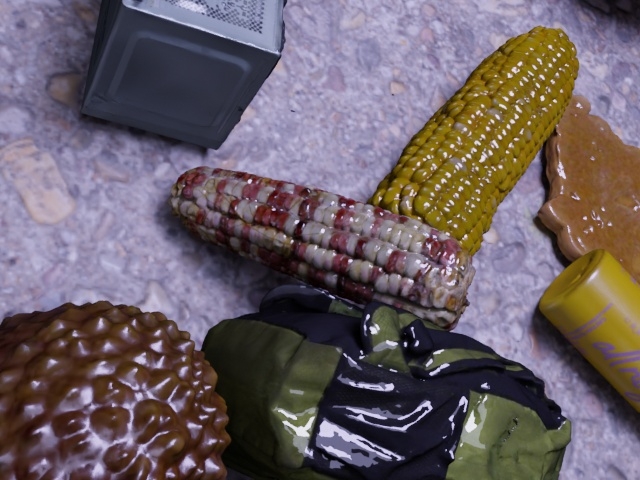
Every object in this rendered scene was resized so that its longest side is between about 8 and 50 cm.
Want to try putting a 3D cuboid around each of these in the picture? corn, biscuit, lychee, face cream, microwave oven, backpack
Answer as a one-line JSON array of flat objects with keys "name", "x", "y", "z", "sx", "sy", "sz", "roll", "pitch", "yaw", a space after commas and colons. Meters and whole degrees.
[{"name": "corn", "x": 0.000, "y": 0.000, "z": 0.752, "sx": 0.237, "sy": 0.079, "sz": 0.079, "roll": 19, "pitch": 58, "yaw": 17}, {"name": "biscuit", "x": 0.276, "y": -0.020, "z": 0.950, "sx": 0.162, "sy": 0.035, "sz": 0.250, "roll": -13, "pitch": 75, "yaw": -24}, {"name": "lychee", "x": -0.161, "y": 0.141, "z": 0.590, "sx": 0.200, "sy": 0.200, "sz": 0.238, "roll": 42, "pitch": 71, "yaw": -4}, {"name": "face cream", "x": 0.309, "y": 0.129, "z": 0.880, "sx": 0.273, "sy": 0.078, "sz": 0.078, "roll": 46, "pitch": 58, "yaw": -2}, {"name": "microwave oven", "x": -0.095, "y": -0.200, "z": 0.778, "sx": 0.122, "sy": 0.162, "sz": 0.208, "roll": 14, "pitch": 60, "yaw": -20}, {"name": "corn", "x": 0.136, "y": -0.081, "z": 0.876, "sx": 0.102, "sy": 0.102, "sz": 0.313, "roll": 43, "pitch": 54, "yaw": -4}, {"name": "backpack", "x": 0.045, "y": 0.118, "z": 0.691, "sx": 0.253, "sy": 0.207, "sz": 0.140, "roll": 21, "pitch": 82, "yaw": -27}]
